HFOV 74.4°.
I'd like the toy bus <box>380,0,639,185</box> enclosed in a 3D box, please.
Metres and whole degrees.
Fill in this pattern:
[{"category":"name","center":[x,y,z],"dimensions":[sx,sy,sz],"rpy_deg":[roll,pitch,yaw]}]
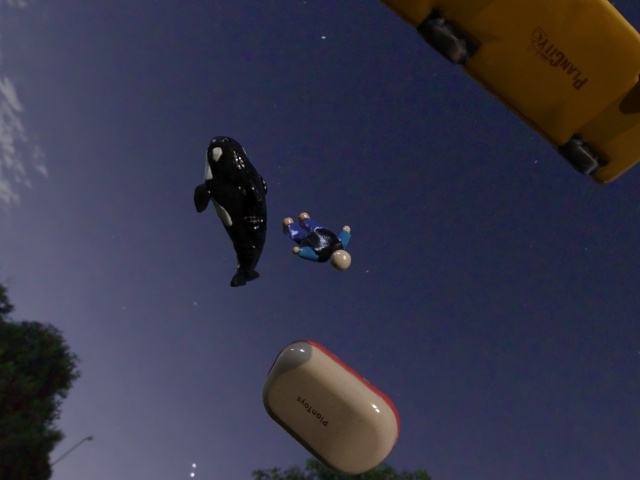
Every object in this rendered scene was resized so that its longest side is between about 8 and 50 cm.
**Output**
[{"category":"toy bus","center":[0.182,-0.192,0.391],"dimensions":[0.332,0.130,0.108],"rpy_deg":[30,-60,-18]}]

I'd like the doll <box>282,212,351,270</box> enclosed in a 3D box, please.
[{"category":"doll","center":[0.000,0.000,0.807],"dimensions":[0.189,0.129,0.046],"rpy_deg":[41,-36,51]}]

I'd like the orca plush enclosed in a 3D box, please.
[{"category":"orca plush","center":[-0.150,-0.057,0.786],"dimensions":[0.102,0.151,0.287],"rpy_deg":[-2,-95,56]}]

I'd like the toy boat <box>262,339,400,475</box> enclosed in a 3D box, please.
[{"category":"toy boat","center":[0.027,0.266,0.706],"dimensions":[0.231,0.151,0.151],"rpy_deg":[34,-75,21]}]
